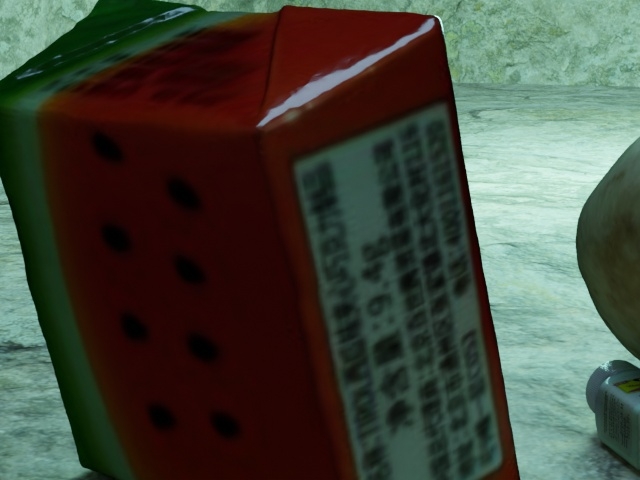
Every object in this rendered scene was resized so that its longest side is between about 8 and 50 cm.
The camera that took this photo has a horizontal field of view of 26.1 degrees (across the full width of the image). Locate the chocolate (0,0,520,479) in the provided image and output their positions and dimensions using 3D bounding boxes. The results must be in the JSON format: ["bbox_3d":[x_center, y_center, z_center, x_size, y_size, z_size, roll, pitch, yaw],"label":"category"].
[{"bbox_3d":[-0.058,0.025,0.952,0.341,0.360,0.161,10,30,44],"label":"chocolate"}]

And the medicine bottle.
[{"bbox_3d":[0.253,0.133,1.068,0.074,0.055,0.118,-6,12,-12],"label":"medicine bottle"}]

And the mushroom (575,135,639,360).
[{"bbox_3d":[0.368,-0.009,1.115,0.297,0.290,0.297,33,-13,8],"label":"mushroom"}]
